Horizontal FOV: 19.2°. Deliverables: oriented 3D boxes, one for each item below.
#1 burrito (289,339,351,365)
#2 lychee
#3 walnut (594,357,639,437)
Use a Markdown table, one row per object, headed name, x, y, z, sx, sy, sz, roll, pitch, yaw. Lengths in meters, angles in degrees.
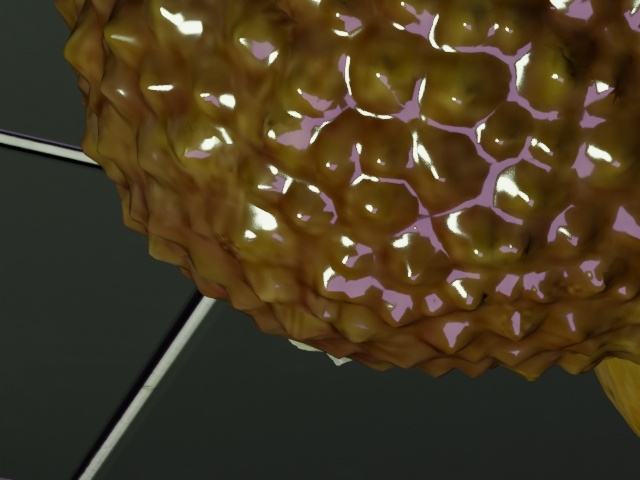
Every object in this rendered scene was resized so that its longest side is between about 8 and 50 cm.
| name | x | y | z | sx | sy | sz | roll | pitch | yaw |
| --- | --- | --- | --- | --- | --- | --- | --- | --- | --- |
| burrito | 0.000 | 0.000 | 0.934 | 0.087 | 0.060 | 0.226 | 3 | 154 | 15 |
| lychee | 0.051 | -0.091 | 0.565 | 0.268 | 0.267 | 0.267 | 4 | 153 | 2 |
| walnut | 0.199 | 0.020 | 0.785 | 0.203 | 0.203 | 0.298 | -12 | 164 | 30 |
